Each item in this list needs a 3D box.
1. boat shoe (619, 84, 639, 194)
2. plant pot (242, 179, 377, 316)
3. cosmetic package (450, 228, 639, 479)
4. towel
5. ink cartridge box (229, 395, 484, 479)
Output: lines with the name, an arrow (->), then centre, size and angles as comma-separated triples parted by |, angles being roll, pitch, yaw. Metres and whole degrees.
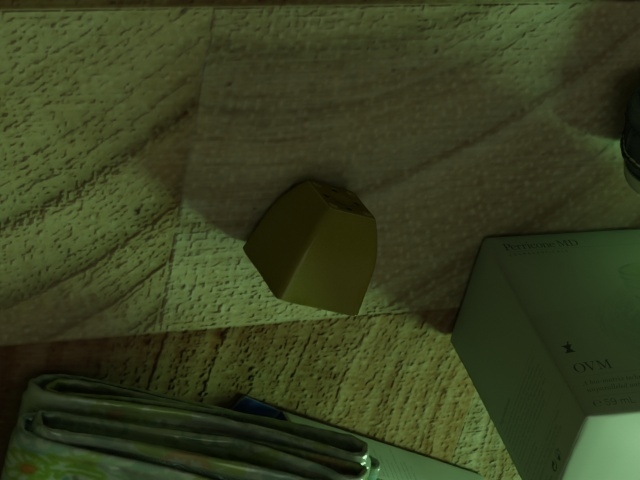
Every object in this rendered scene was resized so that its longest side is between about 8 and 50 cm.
boat shoe -> 0.404, -0.095, 1.334 | 0.320, 0.116, 0.099 | -3, 137, 15
plant pot -> 0.000, 0.000, 1.333 | 0.081, 0.081, 0.083 | 14, 113, -33
cosmetic package -> 0.267, 0.109, 1.445 | 0.224, 0.224, 0.138 | -4, 131, -21
towel -> -0.139, 0.291, 1.490 | 0.321, 0.090, 0.374 | 13, 127, -6
ink cartridge box -> 0.008, 0.263, 1.602 | 0.333, 0.065, 0.165 | 23, 121, -37
